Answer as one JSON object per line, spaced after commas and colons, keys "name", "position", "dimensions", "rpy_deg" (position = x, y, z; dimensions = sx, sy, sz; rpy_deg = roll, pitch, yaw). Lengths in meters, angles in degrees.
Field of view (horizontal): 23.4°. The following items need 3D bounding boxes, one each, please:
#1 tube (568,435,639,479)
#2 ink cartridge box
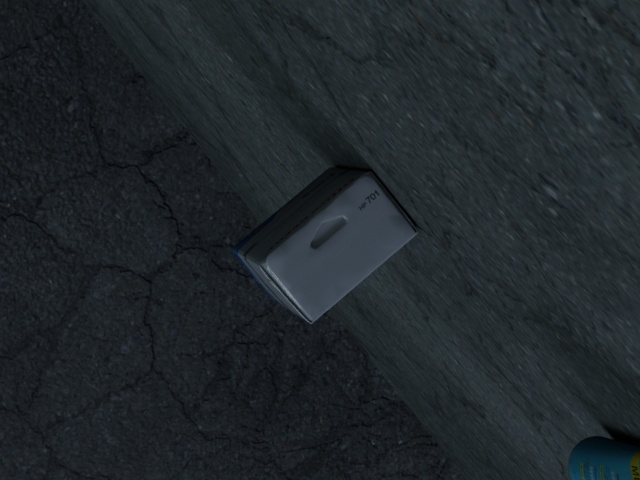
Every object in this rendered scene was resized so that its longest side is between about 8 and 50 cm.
{"name": "tube", "position": [0.266, 0.201, 1.291], "dimensions": [0.080, 0.052, 0.207], "rpy_deg": [60, 171, -4]}
{"name": "ink cartridge box", "position": [0.000, 0.000, 1.519], "dimensions": [0.082, 0.139, 0.190], "rpy_deg": [51, 174, -11]}
